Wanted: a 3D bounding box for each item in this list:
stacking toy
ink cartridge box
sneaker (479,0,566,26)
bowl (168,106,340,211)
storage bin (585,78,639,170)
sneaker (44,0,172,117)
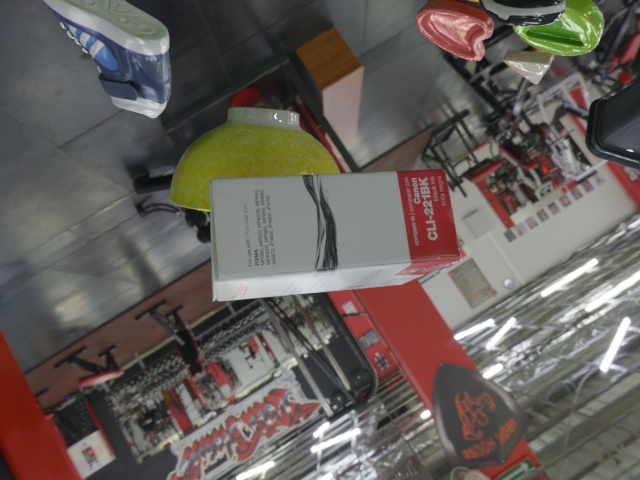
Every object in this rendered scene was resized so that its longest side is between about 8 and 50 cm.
[{"bbox_3d":[0.311,-0.403,0.834,0.309,0.279,0.130,77,38,-90],"label":"stacking toy"},{"bbox_3d":[0.000,0.000,0.638,0.273,0.114,0.197,-5,168,-13],"label":"ink cartridge box"},{"bbox_3d":[0.213,-0.338,0.566,0.084,0.234,0.097,-7,151,4],"label":"sneaker"},{"bbox_3d":[-0.096,-0.133,0.840,0.289,0.156,0.289,4,-171,-1],"label":"bowl"},{"bbox_3d":[0.403,-0.144,0.599,0.091,0.135,0.098,117,-11,-74],"label":"storage bin"},{"bbox_3d":[-0.450,-0.387,1.068,0.130,0.323,0.236,-50,169,-40],"label":"sneaker"}]
